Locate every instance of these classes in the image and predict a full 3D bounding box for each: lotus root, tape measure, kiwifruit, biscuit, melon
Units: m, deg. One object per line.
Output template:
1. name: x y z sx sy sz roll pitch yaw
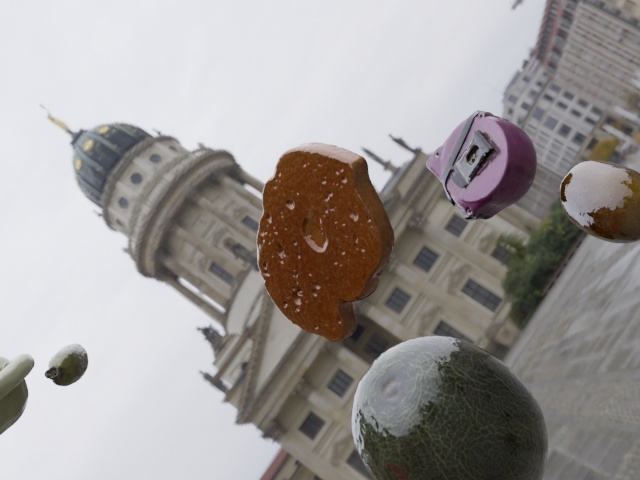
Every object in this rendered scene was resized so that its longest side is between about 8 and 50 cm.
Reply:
1. lotus root: -0.625 0.311 1.819 0.077 0.091 0.183 -17 4 0
2. tape measure: 0.196 -0.090 0.892 0.074 0.118 0.125 5 -50 -37
3. kiwifruit: 0.285 -0.039 0.730 0.075 0.075 0.124 -59 23 9
4. biscuit: 0.000 0.000 0.460 0.019 0.102 0.131 -23 -41 -43
5. melon: 0.181 0.259 0.992 0.301 0.237 0.238 40 -97 -37

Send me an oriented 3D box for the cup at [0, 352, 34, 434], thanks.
1. cup: -0.680 0.299 1.435 0.255 0.173 0.202 -61 -1 26
